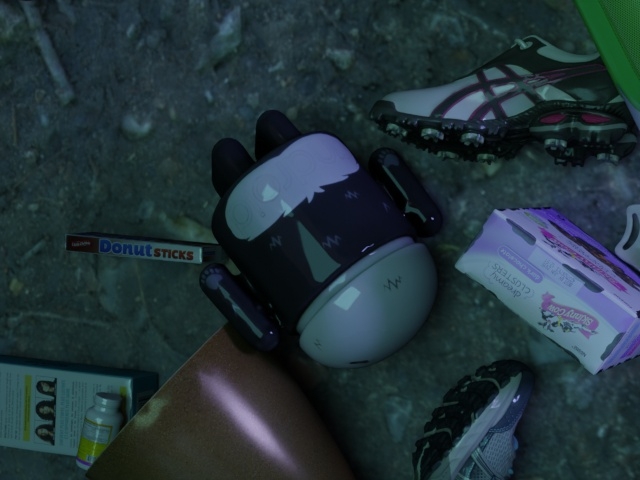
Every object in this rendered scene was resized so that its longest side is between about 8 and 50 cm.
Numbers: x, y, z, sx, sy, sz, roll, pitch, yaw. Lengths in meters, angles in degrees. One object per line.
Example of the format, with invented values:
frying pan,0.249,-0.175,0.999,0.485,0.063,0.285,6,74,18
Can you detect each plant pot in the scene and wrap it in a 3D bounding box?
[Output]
plant pot,-0.076,0.246,1.560,0.254,0.237,0.237,44,108,3

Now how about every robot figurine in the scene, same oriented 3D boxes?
robot figurine,-0.002,0.002,1.536,0.209,0.173,0.278,-45,74,22

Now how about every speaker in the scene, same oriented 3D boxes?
speaker,0.312,-0.222,1.396,0.131,0.131,0.297,-30,72,22

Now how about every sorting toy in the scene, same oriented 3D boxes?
sorting toy,0.328,-0.001,1.458,0.075,0.045,0.083,20,100,30

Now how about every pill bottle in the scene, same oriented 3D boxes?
pill bottle,-0.243,0.213,1.650,0.043,0.043,0.083,16,98,23

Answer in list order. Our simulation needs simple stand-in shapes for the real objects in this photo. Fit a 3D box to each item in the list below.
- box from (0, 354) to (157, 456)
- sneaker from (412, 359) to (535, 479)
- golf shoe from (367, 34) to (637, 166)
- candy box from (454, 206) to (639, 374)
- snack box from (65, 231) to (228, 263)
box,-0.311,0.194,1.738,0.244,0.060,0.101,4,93,24
sneaker,0.151,0.256,1.524,0.122,0.110,0.283,30,92,-13
golf shoe,0.186,-0.141,1.498,0.272,0.105,0.120,3,77,18
candy box,0.238,0.043,1.412,0.165,0.196,0.070,39,106,18
snack box,-0.197,0.008,1.680,0.178,0.064,0.022,5,95,24
